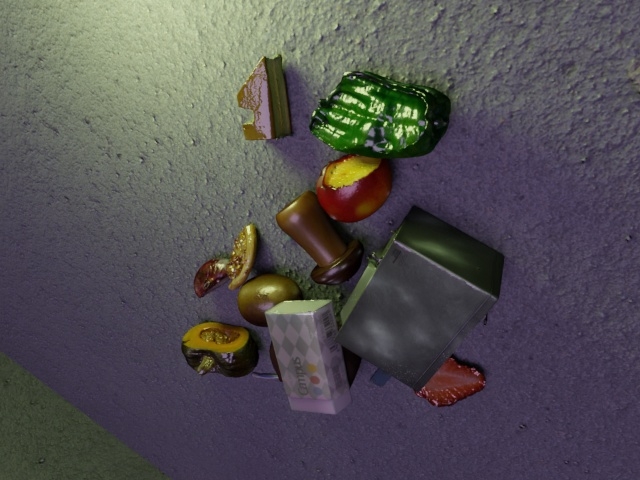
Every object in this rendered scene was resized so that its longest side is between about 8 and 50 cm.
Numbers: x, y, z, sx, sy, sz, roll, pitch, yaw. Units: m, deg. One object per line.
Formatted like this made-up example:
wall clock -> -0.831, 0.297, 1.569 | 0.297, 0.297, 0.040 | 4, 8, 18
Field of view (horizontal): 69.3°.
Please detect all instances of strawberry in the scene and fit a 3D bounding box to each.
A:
strawberry -> 0.420, 0.477, 1.577 | 0.236, 0.107, 0.175 | 24, 88, 9

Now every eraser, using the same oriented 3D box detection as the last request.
eraser -> -0.033, 0.389, 1.530 | 0.213, 0.082, 0.396 | -4, 110, 23

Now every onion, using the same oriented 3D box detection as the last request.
onion -> -0.410, 0.130, 1.729 | 0.206, 0.151, 0.098 | -37, 84, 19

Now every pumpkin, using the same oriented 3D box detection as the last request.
pumpkin -> -0.411, 0.447, 1.853 | 0.317, 0.222, 0.139 | 9, 119, 19

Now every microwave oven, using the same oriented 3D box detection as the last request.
microwave oven -> 0.276, 0.173, 1.380 | 0.374, 0.236, 0.432 | 30, 125, 6

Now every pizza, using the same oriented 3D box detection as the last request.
pizza -> -0.278, 0.063, 1.623 | 0.127, 0.058, 0.246 | 47, 116, 46

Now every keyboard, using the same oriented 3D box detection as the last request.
keyboard -> 0.243, 0.478, 1.702 | 0.055, 0.014, 0.176 | 31, 125, 5

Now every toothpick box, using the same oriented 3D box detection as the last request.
toothpick box -> 0.000, 0.000, 1.433 | 0.192, 0.192, 0.294 | -32, 101, 34

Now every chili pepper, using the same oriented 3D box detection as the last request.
chili pepper -> 0.153, -0.319, 1.209 | 0.385, 0.167, 0.213 | 16, 97, 33

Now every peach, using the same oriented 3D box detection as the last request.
peach -> 0.096, -0.163, 1.303 | 0.196, 0.190, 0.226 | 43, 133, 15

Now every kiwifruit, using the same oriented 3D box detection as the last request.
kiwifruit -> -0.171, 0.211, 1.633 | 0.234, 0.196, 0.196 | -4, 115, 29

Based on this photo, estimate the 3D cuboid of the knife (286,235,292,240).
knife -> -0.048, -0.061, 1.530 | 0.028, 0.015, 0.210 | 48, 124, -1

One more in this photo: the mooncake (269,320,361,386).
mooncake -> -0.007, 0.425, 1.683 | 0.326, 0.174, 0.333 | -12, 110, 23

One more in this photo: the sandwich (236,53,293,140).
sandwich -> -0.162, -0.405, 1.328 | 0.128, 0.122, 0.235 | 4, 116, 18

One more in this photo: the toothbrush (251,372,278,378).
toothbrush -> -0.178, 0.568, 1.938 | 0.269, 0.021, 0.027 | -6, 109, 27
